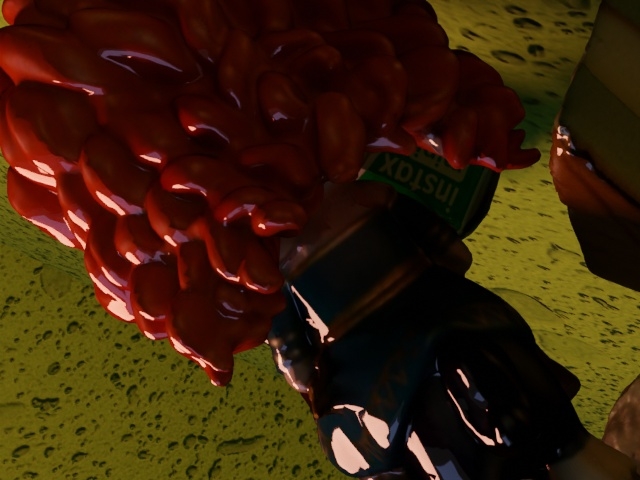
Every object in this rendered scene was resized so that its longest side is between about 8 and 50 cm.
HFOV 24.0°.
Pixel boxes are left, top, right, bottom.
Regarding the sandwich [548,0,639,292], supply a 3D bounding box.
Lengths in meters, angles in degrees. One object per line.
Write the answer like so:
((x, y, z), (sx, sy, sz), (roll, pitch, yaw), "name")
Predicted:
((0.201, -0.041, 0.723), (0.144, 0.117, 0.187), (16, 164, 22), "sandwich")

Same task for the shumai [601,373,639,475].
((0.335, 0.169, 1.115), (0.225, 0.261, 0.222), (56, 162, 5), "shumai")

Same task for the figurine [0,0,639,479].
((0.005, 0.006, 0.797), (0.411, 0.241, 0.306), (54, -175, -26), "figurine")

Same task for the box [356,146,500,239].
((-0.013, -0.073, 1.009), (0.250, 0.103, 0.180), (25, 168, -5), "box")
